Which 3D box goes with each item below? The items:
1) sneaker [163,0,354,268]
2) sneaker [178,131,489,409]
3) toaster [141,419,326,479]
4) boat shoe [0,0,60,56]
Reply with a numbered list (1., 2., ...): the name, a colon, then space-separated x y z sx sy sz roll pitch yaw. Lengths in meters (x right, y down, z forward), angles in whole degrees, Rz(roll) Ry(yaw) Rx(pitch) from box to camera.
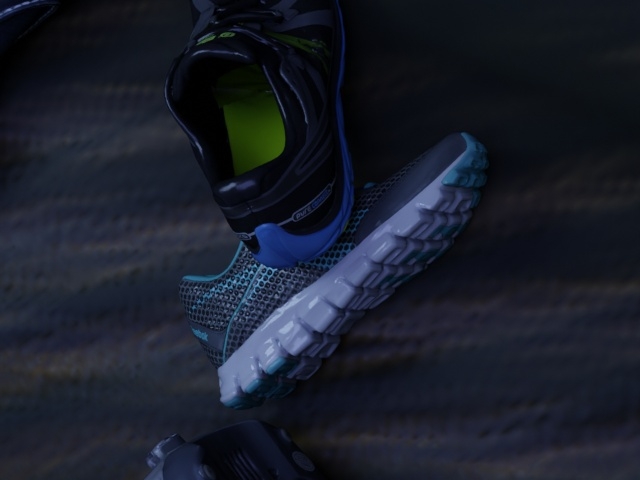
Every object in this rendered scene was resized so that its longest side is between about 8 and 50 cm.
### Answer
1. sneaker: -0.029 -0.079 0.726 0.067 0.078 0.188 -22 54 18
2. sneaker: 0.000 0.000 0.745 0.166 0.065 0.076 -42 72 12
3. toaster: -0.029 0.201 0.719 0.146 0.129 0.227 -42 81 18
4. boat shoe: -0.186 -0.070 0.811 0.183 0.065 0.083 -26 84 23
